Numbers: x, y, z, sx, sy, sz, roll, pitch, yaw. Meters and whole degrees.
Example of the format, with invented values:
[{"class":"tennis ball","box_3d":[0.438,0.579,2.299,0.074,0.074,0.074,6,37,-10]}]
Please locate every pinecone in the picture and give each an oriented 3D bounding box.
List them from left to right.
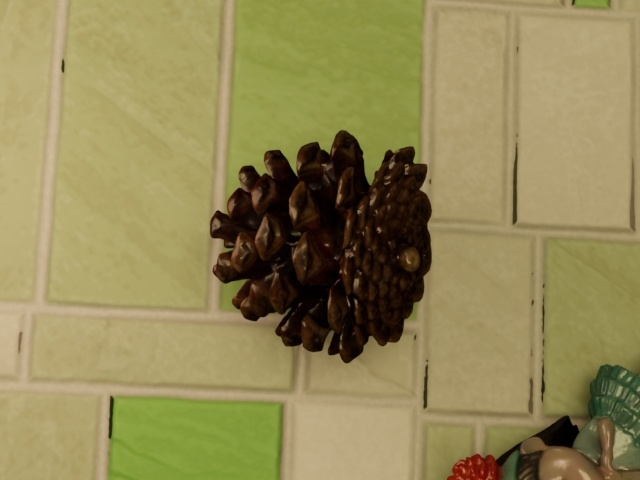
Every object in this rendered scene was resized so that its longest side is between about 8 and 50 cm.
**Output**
[{"class":"pinecone","box_3d":[0.000,0.000,1.138,0.207,0.208,0.208,1,80,-5]}]

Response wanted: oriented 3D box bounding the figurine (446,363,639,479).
[{"class":"figurine","box_3d":[0.235,0.188,1.163,0.245,0.110,0.138,-38,83,-15]}]
